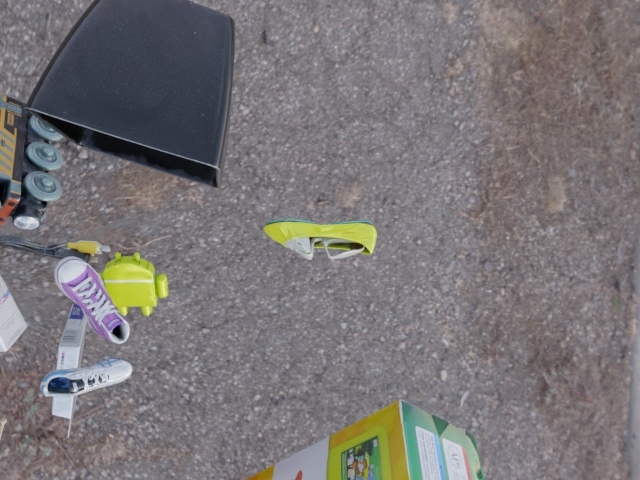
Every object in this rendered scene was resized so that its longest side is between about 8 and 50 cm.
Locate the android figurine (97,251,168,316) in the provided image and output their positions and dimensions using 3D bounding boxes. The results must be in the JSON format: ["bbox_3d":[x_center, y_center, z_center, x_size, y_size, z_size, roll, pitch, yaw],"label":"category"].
[{"bbox_3d":[-0.670,0.155,1.819,0.248,0.056,0.273,-1,125,-7],"label":"android figurine"}]

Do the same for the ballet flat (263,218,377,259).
[{"bbox_3d":[0.000,0.000,1.033,0.230,0.077,0.077,0,69,-3],"label":"ballet flat"}]

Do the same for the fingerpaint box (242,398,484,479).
[{"bbox_3d":[0.035,0.477,0.590,0.163,0.371,0.445,32,35,-28],"label":"fingerpaint box"}]

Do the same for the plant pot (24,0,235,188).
[{"bbox_3d":[-0.184,-0.174,0.585,0.187,0.187,0.167,16,86,-10],"label":"plant pot"}]

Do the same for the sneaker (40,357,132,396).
[{"bbox_3d":[-0.645,0.387,1.425,0.237,0.086,0.085,-8,109,-17],"label":"sneaker"}]

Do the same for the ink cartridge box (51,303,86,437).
[{"bbox_3d":[-0.847,0.428,1.736,0.071,0.324,0.331,9,103,-22],"label":"ink cartridge box"}]

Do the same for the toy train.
[{"bbox_3d":[-0.678,-0.175,1.118,0.190,0.142,0.334,19,45,-43],"label":"toy train"}]

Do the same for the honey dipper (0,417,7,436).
[{"bbox_3d":[-0.930,0.589,1.478,0.030,0.030,0.161,17,84,-32],"label":"honey dipper"}]

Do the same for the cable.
[{"bbox_3d":[-0.762,0.016,1.471,0.287,0.139,0.072,17,71,-34],"label":"cable"}]

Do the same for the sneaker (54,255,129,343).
[{"bbox_3d":[-0.613,0.171,1.423,0.102,0.161,0.282,-42,133,-28],"label":"sneaker"}]

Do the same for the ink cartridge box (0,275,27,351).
[{"bbox_3d":[-1.003,0.176,1.456,0.117,0.201,0.278,-80,166,-56],"label":"ink cartridge box"}]
